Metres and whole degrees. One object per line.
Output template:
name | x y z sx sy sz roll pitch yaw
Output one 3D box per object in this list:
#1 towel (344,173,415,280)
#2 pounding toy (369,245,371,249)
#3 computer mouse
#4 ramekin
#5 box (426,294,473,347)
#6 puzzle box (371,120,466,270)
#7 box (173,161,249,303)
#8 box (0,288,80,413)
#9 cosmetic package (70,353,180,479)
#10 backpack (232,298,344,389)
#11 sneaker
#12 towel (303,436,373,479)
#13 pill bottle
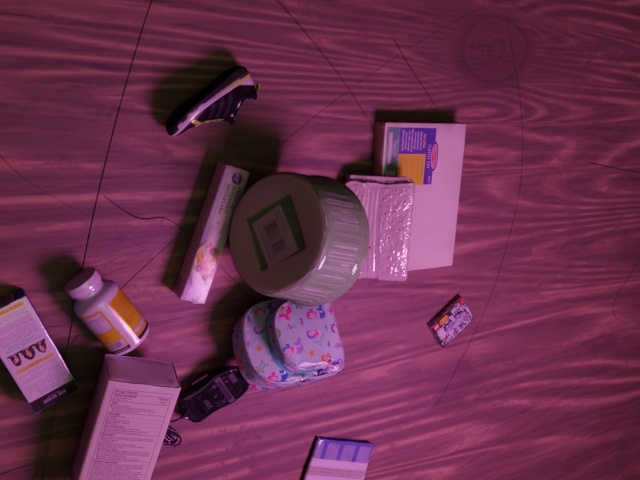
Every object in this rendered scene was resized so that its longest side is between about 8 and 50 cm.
towel | 0.143 -0.030 1.650 0.187 0.049 0.282 2 104 3
pounding toy | 0.000 0.000 1.574 0.183 0.237 0.110 -51 168 17
computer mouse | -0.311 0.357 1.538 0.262 0.060 0.184 -37 119 -7
ramekin | -0.058 -0.008 1.420 0.148 0.304 0.303 10 98 -56
box | 0.392 0.244 1.932 0.137 0.027 0.094 -41 119 -14
puzzle box | 0.260 -0.119 1.743 0.272 0.052 0.408 -4 105 -28
box | -0.251 -0.017 1.465 0.063 0.067 0.323 17 93 -33
box | -0.603 0.229 1.327 0.101 0.060 0.244 -28 115 -21
cosmetic package | -0.433 0.418 1.411 0.160 0.113 0.309 14 105 -26
backpack | -0.078 0.244 1.551 0.254 0.191 0.225 -6 72 -23
sneaker | -0.225 -0.285 1.397 0.235 0.084 0.097 -41 121 -15
towel | 0.032 0.704 1.842 0.209 0.034 0.284 15 93 -30
pill bottle | -0.456 0.150 1.366 0.103 0.103 0.184 -38 119 -16
